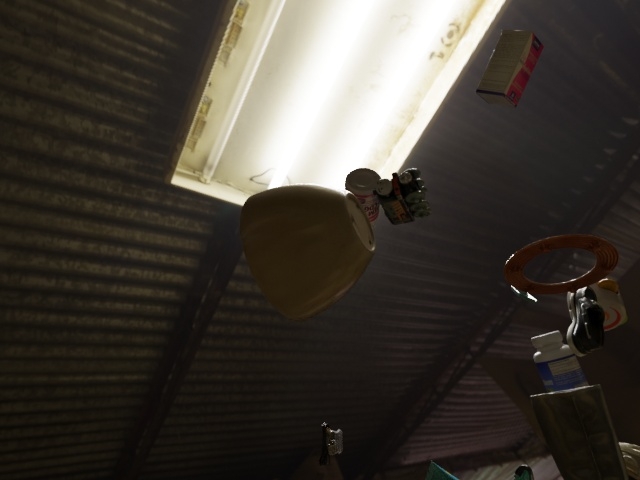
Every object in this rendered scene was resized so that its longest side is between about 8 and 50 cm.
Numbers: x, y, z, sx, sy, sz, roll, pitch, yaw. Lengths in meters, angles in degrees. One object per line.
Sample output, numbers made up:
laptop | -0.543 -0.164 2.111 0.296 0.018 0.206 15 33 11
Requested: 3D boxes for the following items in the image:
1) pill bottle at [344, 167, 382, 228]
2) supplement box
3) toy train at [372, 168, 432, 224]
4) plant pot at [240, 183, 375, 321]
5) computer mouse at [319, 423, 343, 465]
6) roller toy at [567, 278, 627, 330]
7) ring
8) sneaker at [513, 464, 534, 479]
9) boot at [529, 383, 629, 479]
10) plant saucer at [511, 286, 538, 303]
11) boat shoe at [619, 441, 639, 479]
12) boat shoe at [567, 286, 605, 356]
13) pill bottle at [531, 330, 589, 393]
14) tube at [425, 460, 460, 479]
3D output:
pill bottle | 0.186 -0.169 1.930 0.160 0.160 0.283 -22 -36 -15
supplement box | 0.647 -0.587 1.485 0.111 0.113 0.220 12 -77 -42
toy train | 0.329 -0.166 1.727 0.190 0.143 0.334 -15 -22 18
plant pot | 0.000 0.000 0.880 0.190 0.284 0.284 -22 -39 22
computer mouse | 0.028 0.593 1.266 0.042 0.106 0.193 -7 -24 13
roller toy | 1.112 0.257 1.758 0.191 0.146 0.209 -17 -58 31
ring | 0.777 0.094 1.409 0.335 0.032 0.337 3 -38 2
sneaker | 0.874 1.037 1.821 0.098 0.083 0.224 -5 -80 -28
boot | 0.420 0.313 0.611 0.189 0.209 0.076 -13 -31 22
plant saucer | 0.764 0.205 1.633 0.018 0.067 0.192 -67 -13 9
boat shoe | 0.727 0.581 1.134 0.098 0.302 0.109 -36 -83 -28
boat shoe | 0.924 0.263 1.481 0.114 0.303 0.091 36 -39 -7
pill bottle | 0.947 0.507 1.722 0.152 0.272 0.152 -15 -18 -5
tube | 0.423 0.767 1.327 0.052 0.206 0.080 5 -78 -55
